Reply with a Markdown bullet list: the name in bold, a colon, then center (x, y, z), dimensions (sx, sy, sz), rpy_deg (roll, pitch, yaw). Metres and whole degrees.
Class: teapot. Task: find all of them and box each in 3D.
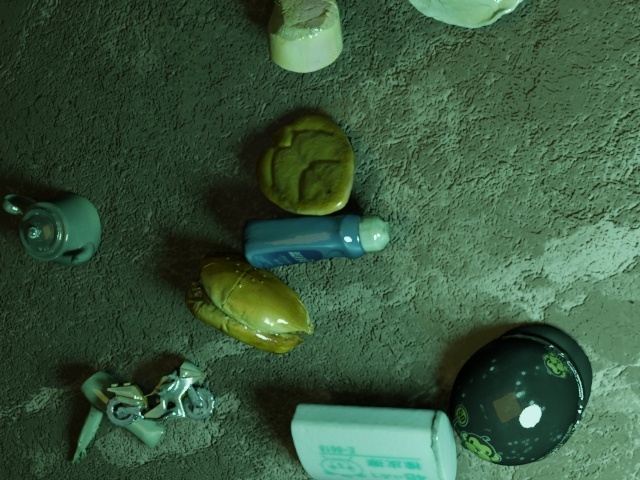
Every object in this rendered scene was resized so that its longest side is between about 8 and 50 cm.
- **teapot**: center (-0.588, -0.025, 2.122), dimensions (0.239, 0.149, 0.162), rpy_deg (39, 107, 14)

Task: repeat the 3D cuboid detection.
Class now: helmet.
- **helmet**: center (0.351, 0.288, 1.771), dimensions (0.230, 0.160, 0.279), rpy_deg (47, 109, 14)

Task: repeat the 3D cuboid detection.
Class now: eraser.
- **eraser**: center (0.105, 0.390, 1.870), dimensions (0.290, 0.104, 0.189), rpy_deg (-1, 137, 22)

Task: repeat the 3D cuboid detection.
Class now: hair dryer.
- **hair dryer**: center (-0.470, 0.425, 2.156), dimensions (0.206, 0.075, 0.237), rpy_deg (41, 114, 8)

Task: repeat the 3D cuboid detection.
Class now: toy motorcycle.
- **toy motorcycle**: center (-0.336, 0.318, 2.065), dimensions (0.229, 0.094, 0.130), rpy_deg (-4, 92, -1)

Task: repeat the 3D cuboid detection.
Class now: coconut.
- **coconut**: center (-0.029, -0.397, 1.892), dimensions (0.147, 0.153, 0.147), rpy_deg (-1, 62, 2)

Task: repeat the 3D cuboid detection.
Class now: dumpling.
- **dumpling**: center (0.267, -0.473, 1.787), dimensions (0.252, 0.131, 0.179), rpy_deg (-22, 107, 32)

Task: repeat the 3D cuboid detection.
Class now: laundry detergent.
- **laundry detergent**: center (0.000, 0.000, 1.898), dimensions (0.289, 0.143, 0.094), rpy_deg (-4, 69, 21)

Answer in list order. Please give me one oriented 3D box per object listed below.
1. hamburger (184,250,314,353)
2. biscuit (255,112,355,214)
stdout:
- **hamburger**: center (-0.150, 0.125, 1.958), dimensions (0.283, 0.156, 0.144), rpy_deg (29, 102, 20)
- **biscuit**: center (-0.024, -0.144, 1.903), dimensions (0.203, 0.041, 0.260), rpy_deg (-38, 50, 1)
